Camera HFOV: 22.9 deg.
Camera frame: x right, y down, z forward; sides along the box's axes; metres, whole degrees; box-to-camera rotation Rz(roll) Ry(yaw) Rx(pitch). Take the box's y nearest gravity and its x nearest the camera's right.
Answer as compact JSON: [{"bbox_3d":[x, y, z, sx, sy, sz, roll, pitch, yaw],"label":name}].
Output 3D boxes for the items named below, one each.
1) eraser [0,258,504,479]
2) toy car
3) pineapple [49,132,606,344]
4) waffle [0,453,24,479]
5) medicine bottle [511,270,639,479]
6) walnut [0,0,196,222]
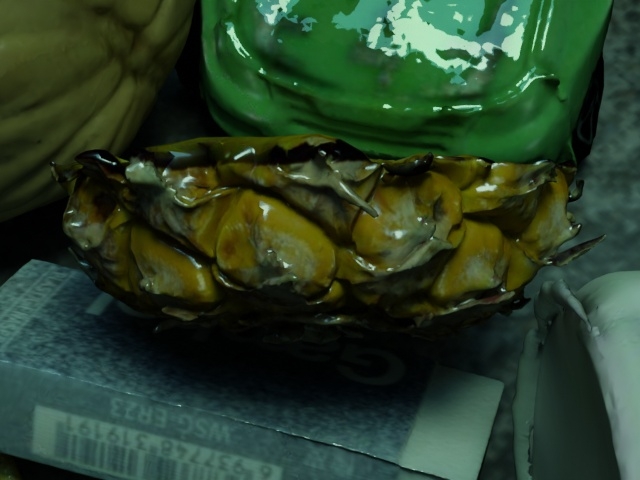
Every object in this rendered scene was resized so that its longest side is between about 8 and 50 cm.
[{"bbox_3d":[-0.039,0.067,0.635,0.212,0.046,0.092,14,25,10],"label":"eraser"},{"bbox_3d":[0.062,-0.197,0.773,0.213,0.176,0.358,13,55,10],"label":"toy car"},{"bbox_3d":[0.000,0.000,0.602,0.225,0.225,0.076,0,92,0],"label":"pineapple"},{"bbox_3d":[-0.186,0.126,0.626,0.153,0.023,0.097,-23,56,-16],"label":"waffle"},{"bbox_3d":[0.265,0.112,0.525,0.379,0.213,0.213,-1,54,-2],"label":"medicine bottle"},{"bbox_3d":[-0.183,-0.121,0.695,0.261,0.225,0.225,20,56,20],"label":"walnut"}]
